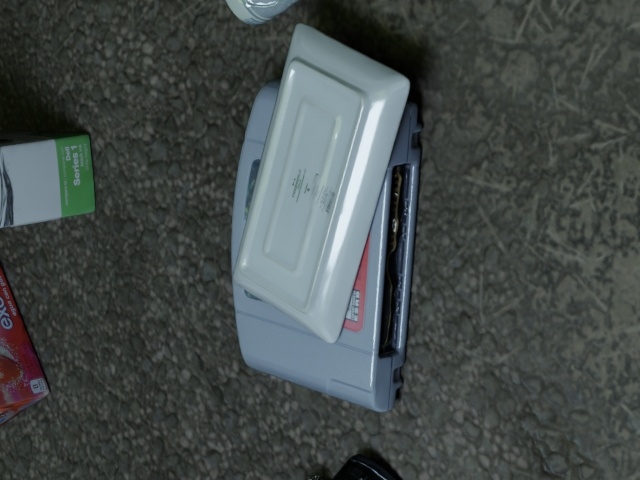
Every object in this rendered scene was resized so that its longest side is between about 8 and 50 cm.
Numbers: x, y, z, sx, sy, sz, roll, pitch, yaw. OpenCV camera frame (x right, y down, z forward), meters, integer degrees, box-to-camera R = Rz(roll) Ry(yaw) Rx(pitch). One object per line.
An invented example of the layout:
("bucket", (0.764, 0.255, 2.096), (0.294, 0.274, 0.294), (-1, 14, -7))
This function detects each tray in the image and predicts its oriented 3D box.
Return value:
("tray", (-0.011, -0.050, 1.634), (0.145, 0.030, 0.270), (31, 117, 33))

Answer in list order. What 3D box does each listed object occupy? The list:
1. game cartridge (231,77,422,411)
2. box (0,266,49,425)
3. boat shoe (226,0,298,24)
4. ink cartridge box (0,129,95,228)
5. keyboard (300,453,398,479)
("game cartridge", (0.000, 0.000, 1.688), (0.196, 0.060, 0.294), (16, 108, 43))
("box", (-0.432, 0.095, 2.040), (0.128, 0.122, 0.257), (-33, 76, 41))
("boat shoe", (-0.070, -0.322, 1.684), (0.081, 0.079, 0.228), (-19, 90, 33))
("ink cartridge box", (-0.376, -0.062, 1.897), (0.160, 0.219, 0.093), (5, 101, 41))
("keyboard", (0.010, 0.273, 1.748), (0.100, 0.038, 0.192), (39, 123, 3))
